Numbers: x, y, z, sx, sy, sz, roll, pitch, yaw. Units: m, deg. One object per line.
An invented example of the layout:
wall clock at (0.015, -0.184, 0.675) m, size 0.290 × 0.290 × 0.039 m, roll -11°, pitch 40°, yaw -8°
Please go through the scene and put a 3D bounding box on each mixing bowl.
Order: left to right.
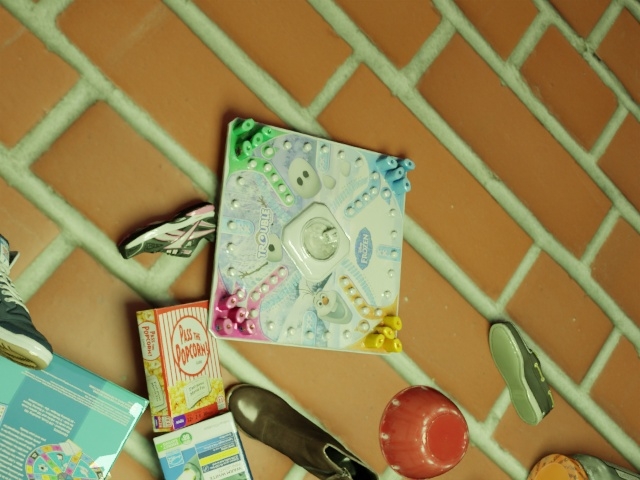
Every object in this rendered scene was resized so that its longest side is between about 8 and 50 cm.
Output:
mixing bowl at (0.211, 0.367, 1.533) m, size 0.181 × 0.098 × 0.181 m, roll 3°, pitch 82°, yaw -23°

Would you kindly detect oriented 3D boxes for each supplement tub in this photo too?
supplement tub at (0.577, 0.546, 1.628) m, size 0.316 × 0.193 × 0.193 m, roll 23°, pitch 75°, yaw -20°

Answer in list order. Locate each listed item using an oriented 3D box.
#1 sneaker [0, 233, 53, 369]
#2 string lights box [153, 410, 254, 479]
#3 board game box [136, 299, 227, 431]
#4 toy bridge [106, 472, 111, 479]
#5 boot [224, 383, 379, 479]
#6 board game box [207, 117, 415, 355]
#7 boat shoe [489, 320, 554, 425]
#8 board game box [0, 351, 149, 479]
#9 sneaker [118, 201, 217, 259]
sneaker at (-0.471, 0.071, 1.192) m, size 0.282 × 0.099 × 0.153 m, roll 23°, pitch 62°, yaw 22°
string lights box at (-0.169, 0.424, 1.326) m, size 0.133 × 0.077 × 0.259 m, roll -18°, pitch 82°, yaw -8°
board game box at (-0.227, 0.202, 1.339) m, size 0.147 × 0.045 × 0.193 m, roll -6°, pitch 86°, yaw -62°
toy bridge at (-0.368, 0.385, 1.303) m, size 0.063 × 0.026 × 0.188 m, roll -22°, pitch 92°, yaw -24°
boot at (-0.032, 0.325, 1.364) m, size 0.248 × 0.207 × 0.090 m, roll 40°, pitch 69°, yaw -16°
board game box at (0.000, 0.000, 1.480) m, size 0.390 × 0.050 × 0.390 m, roll 10°, pitch 79°, yaw -30°
boat shoe at (0.410, 0.260, 1.651) m, size 0.069 × 0.081 × 0.228 m, roll -27°, pitch 103°, yaw -28°
board game box at (-0.455, 0.335, 1.221) m, size 0.254 × 0.079 × 0.336 m, roll 30°, pitch 73°, yaw -9°
sneaker at (-0.250, 0.000, 1.382) m, size 0.178 × 0.072 × 0.077 m, roll -24°, pitch 105°, yaw -20°
